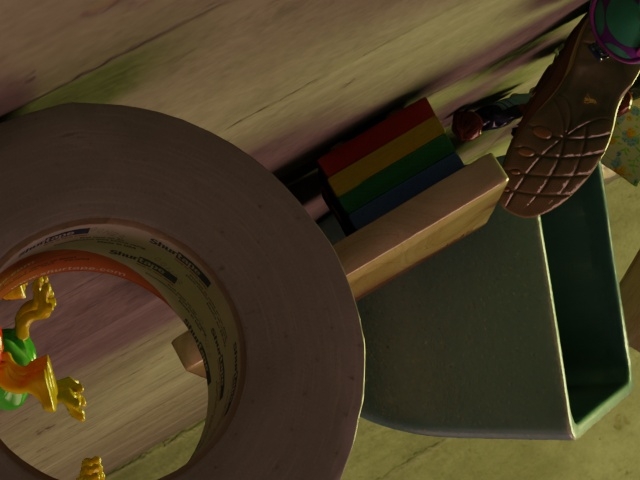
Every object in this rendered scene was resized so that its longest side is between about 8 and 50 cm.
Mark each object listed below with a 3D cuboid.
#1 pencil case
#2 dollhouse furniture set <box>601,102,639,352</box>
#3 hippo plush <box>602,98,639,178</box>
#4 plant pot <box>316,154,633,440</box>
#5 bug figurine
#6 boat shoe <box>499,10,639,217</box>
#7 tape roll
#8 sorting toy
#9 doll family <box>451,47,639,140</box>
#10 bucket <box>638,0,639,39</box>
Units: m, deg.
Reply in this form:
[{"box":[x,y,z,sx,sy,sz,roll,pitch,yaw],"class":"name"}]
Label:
[{"box":[0.255,-0.171,1.311,0.151,0.070,0.064,-27,177,-42],"class":"pencil case"},{"box":[0.407,-0.051,1.771,0.394,0.362,0.256,-62,167,13],"class":"dollhouse furniture set"},{"box":[0.425,-0.065,2.181,0.234,0.236,0.294,-27,172,-35],"class":"hippo plush"},{"box":[0.121,0.050,1.673,0.252,0.248,0.247,-8,-177,22],"class":"plant pot"},{"box":[-0.167,0.140,1.048,0.072,0.279,0.216,-14,-172,-1],"class":"bug figurine"},{"box":[0.187,-0.099,1.377,0.178,0.064,0.060,-61,-169,10],"class":"boat shoe"},{"box":[-0.095,0.056,0.773,0.219,0.219,0.072,-28,172,-22],"class":"tape roll"},{"box":[0.000,0.000,1.371,0.255,0.089,0.257,-31,174,-2],"class":"sorting toy"},{"box":[0.189,-0.110,1.481,0.193,0.076,0.111,-32,179,40],"class":"doll family"},{"box":[0.358,-0.138,1.209,0.281,0.281,0.183,-25,176,-41],"class":"bucket"}]
